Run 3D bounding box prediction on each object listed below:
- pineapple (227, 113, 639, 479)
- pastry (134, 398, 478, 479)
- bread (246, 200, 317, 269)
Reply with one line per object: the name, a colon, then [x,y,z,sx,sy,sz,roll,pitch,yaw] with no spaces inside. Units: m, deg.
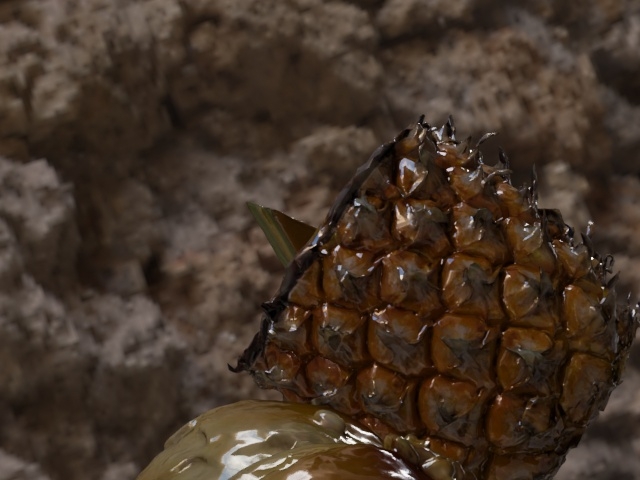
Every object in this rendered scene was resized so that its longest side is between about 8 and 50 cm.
pineapple: [0.122,0.078,1.464,0.352,0.300,0.352,-55,-3,-4]
pastry: [0.039,0.278,1.072,0.245,0.410,0.409,-31,-12,-9]
bread: [-0.003,-0.004,1.669,0.084,0.139,0.074,-37,21,-15]
